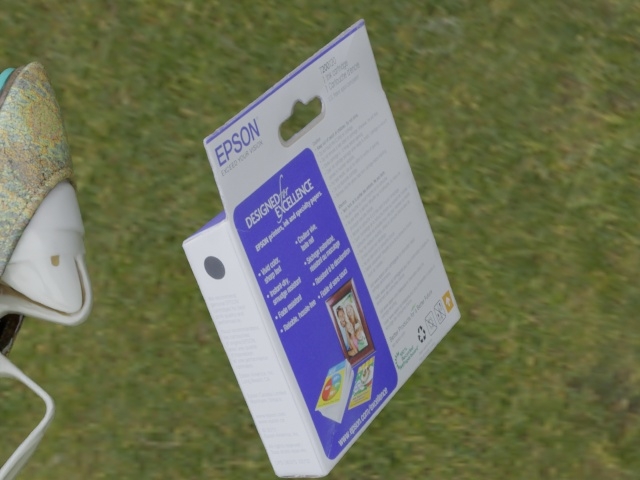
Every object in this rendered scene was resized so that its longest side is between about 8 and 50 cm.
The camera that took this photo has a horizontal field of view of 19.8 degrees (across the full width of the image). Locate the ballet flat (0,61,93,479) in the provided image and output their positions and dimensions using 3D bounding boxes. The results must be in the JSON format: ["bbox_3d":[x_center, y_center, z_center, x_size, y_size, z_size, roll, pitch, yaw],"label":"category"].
[{"bbox_3d":[-0.209,0.061,1.164,0.123,0.123,0.349,15,77,29],"label":"ballet flat"}]

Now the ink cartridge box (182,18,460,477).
[{"bbox_3d":[0.000,0.000,1.083,0.045,0.206,0.208,-8,110,32],"label":"ink cartridge box"}]
